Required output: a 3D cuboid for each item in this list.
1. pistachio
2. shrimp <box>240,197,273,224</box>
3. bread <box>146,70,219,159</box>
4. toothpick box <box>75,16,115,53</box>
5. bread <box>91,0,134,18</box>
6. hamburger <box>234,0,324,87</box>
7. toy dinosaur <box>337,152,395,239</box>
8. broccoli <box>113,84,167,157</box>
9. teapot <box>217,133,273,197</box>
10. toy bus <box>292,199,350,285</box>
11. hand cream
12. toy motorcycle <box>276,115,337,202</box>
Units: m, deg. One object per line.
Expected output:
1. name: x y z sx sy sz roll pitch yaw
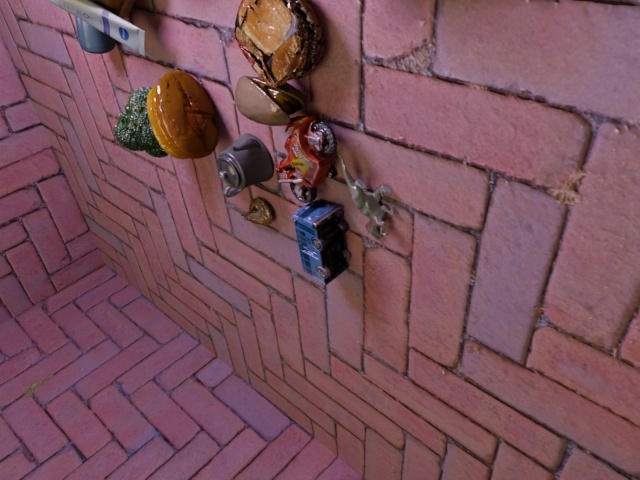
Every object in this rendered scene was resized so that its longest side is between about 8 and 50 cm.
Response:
1. pistachio: -0.133 -0.361 1.280 0.206 0.129 0.131 26 170 39
2. shrimp: -0.223 -0.096 1.725 0.180 0.041 0.099 1 120 52
3. bread: -0.426 -0.383 1.561 0.143 0.195 0.269 -8 106 44
4. toothpick box: -0.791 -0.760 1.746 0.120 0.120 0.184 37 141 23
5. bread: -0.691 -0.827 1.484 0.323 0.143 0.333 44 151 -18
6. hamburger: -0.094 -0.475 1.161 0.231 0.107 0.230 29 136 33
7. toy dinosaur: 0.105 -0.112 1.287 0.242 0.053 0.167 46 154 -4
8. broccoli: -0.572 -0.414 1.720 0.269 0.269 0.254 25 133 36
9. teapot: -0.254 -0.220 1.551 0.162 0.149 0.239 44 145 13
10. toy bus: 0.000 0.000 1.469 0.134 0.116 0.233 29 142 38
11. hand cream: -0.672 -0.679 1.514 0.321 0.067 0.109 29 153 -7
12. toy motorcycle: -0.037 -0.226 1.330 0.171 0.089 0.298 47 147 12
